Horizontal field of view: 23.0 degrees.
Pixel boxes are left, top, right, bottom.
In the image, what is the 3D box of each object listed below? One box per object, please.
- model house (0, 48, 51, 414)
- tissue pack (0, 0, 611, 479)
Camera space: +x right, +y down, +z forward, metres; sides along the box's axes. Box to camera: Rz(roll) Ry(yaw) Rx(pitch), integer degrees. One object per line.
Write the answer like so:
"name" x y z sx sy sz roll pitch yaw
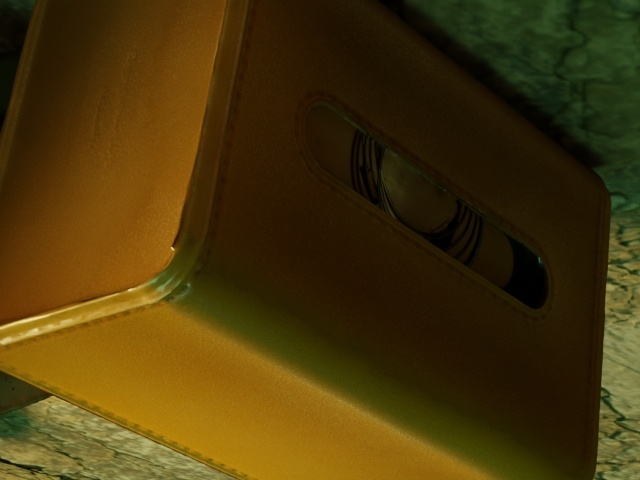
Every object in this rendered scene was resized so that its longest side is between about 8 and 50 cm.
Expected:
"model house" -0.220 0.014 0.807 0.268 0.173 0.239 -10 175 -42
"tissue pack" 0.000 0.000 0.719 0.145 0.194 0.274 -17 145 38
